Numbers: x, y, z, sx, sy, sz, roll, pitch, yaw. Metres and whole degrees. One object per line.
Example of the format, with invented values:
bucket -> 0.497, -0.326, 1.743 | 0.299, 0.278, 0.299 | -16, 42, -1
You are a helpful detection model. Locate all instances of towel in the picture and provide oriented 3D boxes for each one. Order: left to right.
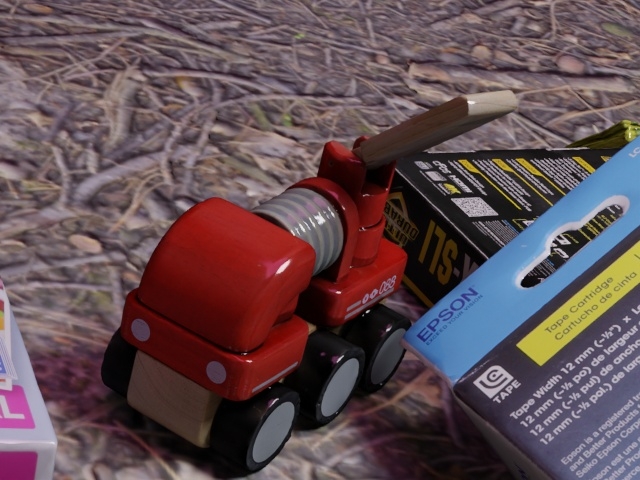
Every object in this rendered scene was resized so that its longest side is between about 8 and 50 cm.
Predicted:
towel -> 0.338, -0.088, 1.701 | 0.237, 0.021, 0.102 | -2, -8, -29

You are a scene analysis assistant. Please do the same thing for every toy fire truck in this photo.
toy fire truck -> 0.000, 0.000, 1.181 | 0.158, 0.246, 0.217 | 28, 30, 24

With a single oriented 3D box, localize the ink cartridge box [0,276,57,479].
ink cartridge box -> -0.283, 0.052, 1.150 | 0.186, 0.065, 0.311 | 3, 28, -23

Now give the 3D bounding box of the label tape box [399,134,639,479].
label tape box -> 0.245, 0.093, 1.135 | 0.249, 0.115, 0.348 | -39, 40, -9

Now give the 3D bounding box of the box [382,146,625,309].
box -> 0.214, 0.036, 1.408 | 0.257, 0.079, 0.322 | -1, 31, -33
